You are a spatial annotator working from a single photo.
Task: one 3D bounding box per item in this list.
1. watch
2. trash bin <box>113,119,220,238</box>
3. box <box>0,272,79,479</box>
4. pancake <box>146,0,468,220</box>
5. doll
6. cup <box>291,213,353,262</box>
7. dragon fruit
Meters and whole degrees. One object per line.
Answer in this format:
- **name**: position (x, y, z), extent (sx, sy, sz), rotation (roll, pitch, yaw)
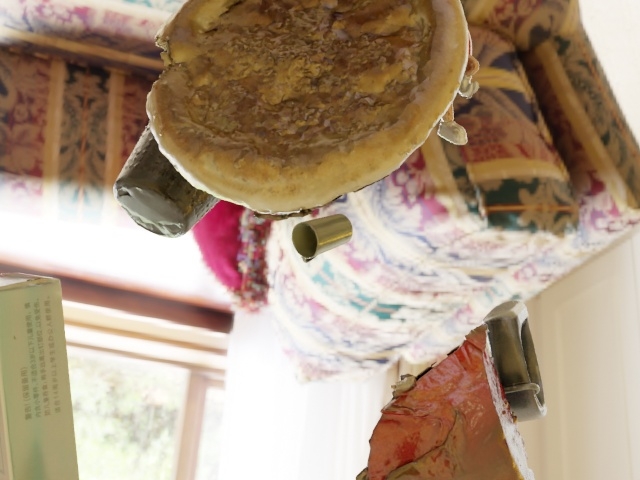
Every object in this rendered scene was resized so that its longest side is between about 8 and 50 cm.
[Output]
- **watch**: position (0.314, 0.200, 1.439), extent (0.068, 0.192, 0.206), rotation (-15, -179, 17)
- **trash bin**: position (-0.201, -0.093, 1.273), extent (0.176, 0.161, 0.175), rotation (22, 148, 14)
- **box**: position (-0.332, 0.172, 0.991), extent (0.079, 0.269, 0.135), rotation (-9, -172, -38)
- **pancake**: position (-0.028, -0.199, 1.026), extent (0.383, 0.382, 0.071), rotation (-1, 154, 12)
- **doll**: position (0.187, -0.279, 1.456), extent (0.085, 0.217, 0.183), rotation (-16, -146, -40)
- **cup**: position (0.004, 0.000, 1.350), extent (0.055, 0.074, 0.083), rotation (18, -155, 40)
- **dragon fruit**: position (0.195, 0.327, 1.259), extent (0.100, 0.282, 0.343), rotation (25, 141, 63)
